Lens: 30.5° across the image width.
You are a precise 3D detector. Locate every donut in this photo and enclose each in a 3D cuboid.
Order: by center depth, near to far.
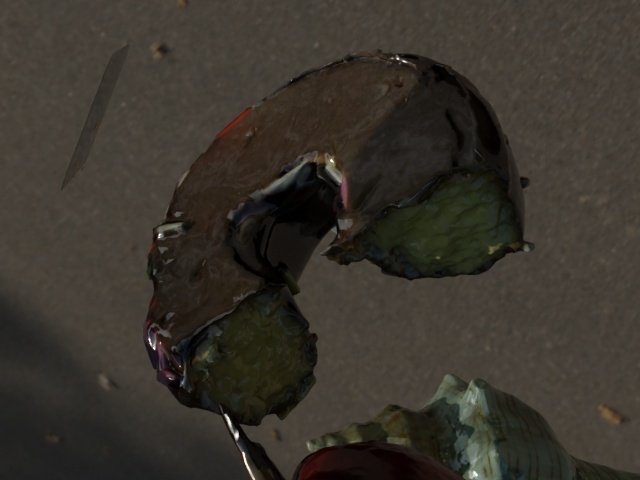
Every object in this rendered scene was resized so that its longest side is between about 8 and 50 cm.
[{"bbox_3d":[-0.002,-0.017,0.984,0.136,0.345,0.259,44,-165,-38],"label":"donut"}]

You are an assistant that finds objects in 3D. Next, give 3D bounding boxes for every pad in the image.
[{"bbox_3d":[-0.259,-0.231,1.374,0.055,0.250,0.323,3,101,-5],"label":"pad"}]

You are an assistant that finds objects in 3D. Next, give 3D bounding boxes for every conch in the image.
[{"bbox_3d":[0.180,0.228,1.275,0.203,0.386,0.170,-122,25,-81],"label":"conch"}]

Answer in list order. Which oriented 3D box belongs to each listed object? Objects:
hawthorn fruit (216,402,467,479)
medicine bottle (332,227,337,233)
[{"bbox_3d":[0.015,0.234,0.768,0.300,0.254,0.254,59,148,12],"label":"hawthorn fruit"},{"bbox_3d":[0.053,-0.077,1.542,0.171,0.052,0.201,29,146,-22],"label":"medicine bottle"}]
